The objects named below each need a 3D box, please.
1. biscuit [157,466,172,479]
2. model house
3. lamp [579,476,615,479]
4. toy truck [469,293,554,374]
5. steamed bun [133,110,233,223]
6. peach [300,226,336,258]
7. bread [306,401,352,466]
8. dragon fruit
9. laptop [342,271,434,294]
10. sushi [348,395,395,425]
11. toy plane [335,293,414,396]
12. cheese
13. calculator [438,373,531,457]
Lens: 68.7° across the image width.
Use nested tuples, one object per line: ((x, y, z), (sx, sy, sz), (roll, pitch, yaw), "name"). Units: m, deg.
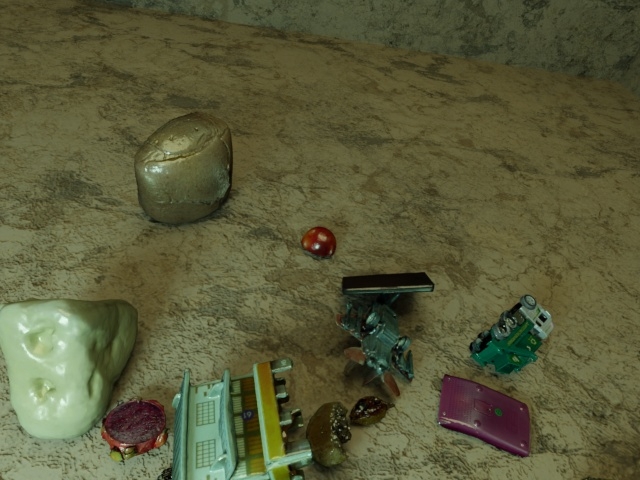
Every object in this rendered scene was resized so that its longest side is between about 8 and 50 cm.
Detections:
((-0.235, 0.414, 0.758), (0.089, 0.027, 0.087), (26, 41, 13), "biscuit")
((-0.126, 0.325, 0.744), (0.216, 0.198, 0.224), (-10, 38, -8), "model house")
((0.464, 0.515, 0.714), (0.177, 0.177, 0.273), (14, 39, 3), "lamp")
((0.450, 0.225, 1.078), (0.216, 0.110, 0.116), (-27, 68, -37), "toy truck")
((-0.337, -0.185, 1.254), (0.199, 0.251, 0.301), (30, 47, 4), "steamed bun")
((-0.001, -0.001, 1.248), (0.098, 0.061, 0.098), (10, 35, -7), "peach")
((0.015, 0.355, 0.850), (0.060, 0.082, 0.113), (42, 34, -30), "bread")
((-0.318, 0.331, 0.807), (0.112, 0.067, 0.126), (-8, 29, -44), "dragon fruit")
((0.155, 0.104, 1.109), (0.208, 0.026, 0.154), (-4, 8, 3), "laptop")
((0.094, 0.330, 0.915), (0.100, 0.047, 0.050), (-15, 45, -29), "sushi")
((0.137, 0.184, 1.045), (0.223, 0.104, 0.326), (39, 38, -10), "toy plane")
((-0.446, 0.208, 0.858), (0.174, 0.251, 0.248), (-1, 5, 4), "cheese")
((0.338, 0.353, 0.960), (0.191, 0.034, 0.126), (19, 40, 7), "calculator")
